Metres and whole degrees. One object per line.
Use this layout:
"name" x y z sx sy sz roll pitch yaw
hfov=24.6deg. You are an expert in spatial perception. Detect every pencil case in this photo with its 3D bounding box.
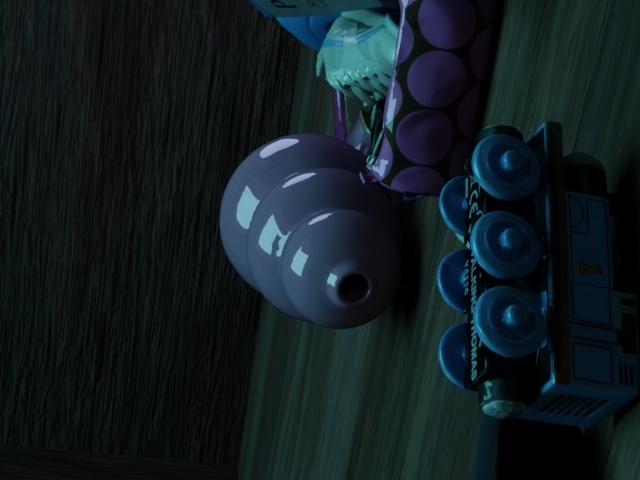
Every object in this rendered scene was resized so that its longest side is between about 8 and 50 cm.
"pencil case" 0.098 -0.142 1.317 0.095 0.098 0.209 -105 23 -74

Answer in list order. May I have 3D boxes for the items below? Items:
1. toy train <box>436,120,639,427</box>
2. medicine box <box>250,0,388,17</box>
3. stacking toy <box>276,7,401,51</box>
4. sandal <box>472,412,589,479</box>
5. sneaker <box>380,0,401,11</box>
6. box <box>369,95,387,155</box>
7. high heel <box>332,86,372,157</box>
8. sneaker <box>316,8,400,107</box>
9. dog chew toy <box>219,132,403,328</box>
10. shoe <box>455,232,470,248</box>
"toy train" 0.126 0.019 0.851 0.080 0.105 0.184 125 152 -59
"medicine box" -0.036 -0.403 1.431 0.263 0.149 0.289 33 -122 -59
"stacking toy" 0.069 -0.369 1.703 0.166 0.175 0.301 118 169 -71
"sandal" 0.123 0.193 0.812 0.054 0.097 0.254 -38 40 43
"sneaker" 0.088 -0.373 1.574 0.110 0.118 0.292 106 170 -66
"box" 0.086 -0.133 1.577 0.083 0.062 0.052 -91 8 -47
"high heel" 0.043 -0.167 1.939 0.244 0.082 0.117 -107 31 -43
"sneaker" 0.065 -0.180 1.503 0.092 0.087 0.229 -59 22 3
"dog chew toy" 0.000 0.000 1.662 0.332 0.207 0.206 -123 40 -69
"shoe" 0.139 -0.020 1.001 0.178 0.064 0.081 -109 27 -64
